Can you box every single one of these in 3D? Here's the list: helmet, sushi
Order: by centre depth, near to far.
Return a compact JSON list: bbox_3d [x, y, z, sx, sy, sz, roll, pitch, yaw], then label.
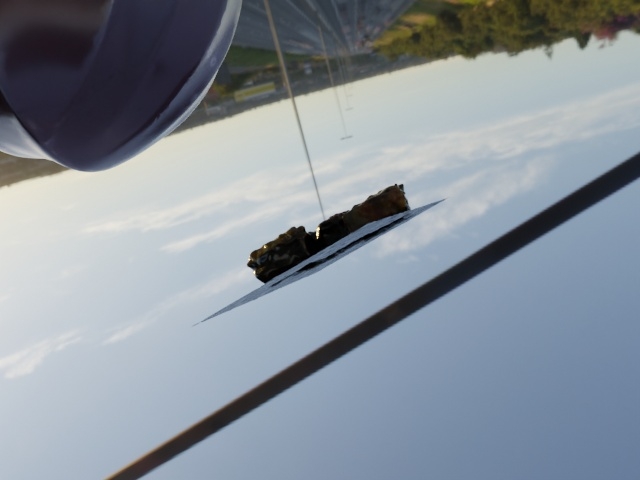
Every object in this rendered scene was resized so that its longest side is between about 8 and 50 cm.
[{"bbox_3d":[-0.179,-0.202,0.484,0.338,0.197,0.271,-45,171,4],"label":"helmet"},{"bbox_3d":[0.000,0.000,0.775,0.292,0.059,0.294,-31,174,32],"label":"sushi"}]
